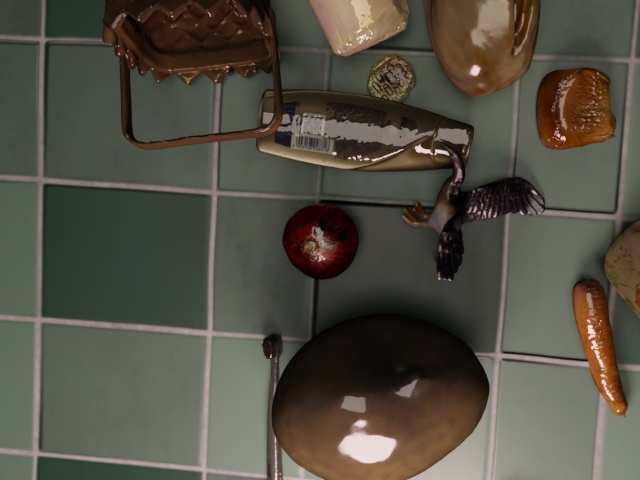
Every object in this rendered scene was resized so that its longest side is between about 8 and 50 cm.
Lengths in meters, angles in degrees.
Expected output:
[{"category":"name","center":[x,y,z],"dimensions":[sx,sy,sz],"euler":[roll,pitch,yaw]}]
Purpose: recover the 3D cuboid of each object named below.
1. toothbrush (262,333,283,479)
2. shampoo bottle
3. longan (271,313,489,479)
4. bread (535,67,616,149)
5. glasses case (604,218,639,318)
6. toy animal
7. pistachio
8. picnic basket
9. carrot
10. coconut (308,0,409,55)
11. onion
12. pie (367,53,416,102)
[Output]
[{"category":"toothbrush","center":[-0.083,0.311,1.603],"dimensions":[0.030,0.030,0.298],"euler":[4,99,33]},{"category":"shampoo bottle","center":[0.074,-0.176,1.503],"dimensions":[0.349,0.084,0.126],"euler":[7,98,6]},{"category":"longan","center":[0.093,0.248,1.456],"dimensions":[0.349,0.288,0.289],"euler":[-14,94,0]},{"category":"bread","center":[0.413,-0.214,1.477],"dimensions":[0.126,0.044,0.129],"euler":[-5,92,7]},{"category":"glasses case","center":[0.608,0.141,1.395],"dimensions":[0.156,0.098,0.425],"euler":[-43,65,19]},{"category":"toy animal","center":[0.202,-0.052,1.464],"dimensions":[0.160,0.272,0.197],"euler":[-21,104,45]},{"category":"pistachio","center":[0.247,-0.367,1.433],"dimensions":[0.166,0.197,0.288],"euler":[-2,83,-35]},{"category":"picnic basket","center":[-0.190,-0.309,1.413],"dimensions":[0.254,0.291,0.321],"euler":[-5,83,8]},{"category":"carrot","center":[0.461,0.179,1.506],"dimensions":[0.059,0.059,0.248],"euler":[-15,97,9]},{"category":"coconut","center":[0.057,-0.384,1.454],"dimensions":[0.147,0.147,0.153],"euler":[-22,94,9]},{"category":"onion","center":[0.000,0.000,1.516],"dimensions":[0.131,0.131,0.131],"euler":[1,96,7]},{"category":"pie","center":[0.116,-0.266,1.520],"dimensions":[0.084,0.020,0.085],"euler":[1,95,7]}]
